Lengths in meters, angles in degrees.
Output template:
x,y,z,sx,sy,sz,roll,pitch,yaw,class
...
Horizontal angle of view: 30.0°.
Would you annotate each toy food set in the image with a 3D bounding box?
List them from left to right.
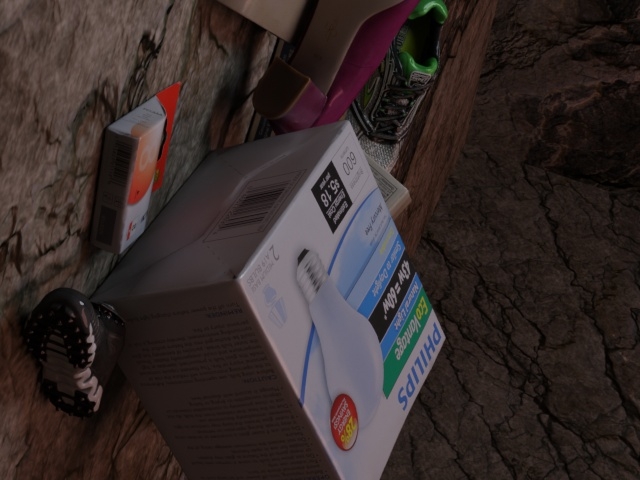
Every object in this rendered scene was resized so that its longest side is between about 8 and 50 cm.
x,y,z,sx,sy,sz,roll,pitch,yaw,class
-0.042,-0.373,1.484,0.219,0.092,0.306,-60,169,8,toy food set

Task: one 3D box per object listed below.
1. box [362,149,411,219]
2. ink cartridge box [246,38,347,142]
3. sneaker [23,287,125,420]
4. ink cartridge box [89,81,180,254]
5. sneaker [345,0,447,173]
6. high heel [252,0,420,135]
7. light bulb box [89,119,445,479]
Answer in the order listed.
x,y,z,sx,sy,sz,roll,pitch,yaw,class
-0.020,0.001,1.781,0.311,0.148,0.121,-47,171,1,box
-0.021,-0.210,1.818,0.235,0.088,0.193,-11,119,-77,ink cartridge box
-0.253,0.095,1.259,0.234,0.078,0.106,100,11,-57,sneaker
-0.190,-0.083,1.329,0.179,0.045,0.145,-47,155,-59,ink cartridge box
0.110,-0.249,1.932,0.146,0.134,0.343,35,-64,61,sneaker
0.057,-0.289,1.579,0.377,0.127,0.181,-46,164,5,high heel
-0.048,0.104,1.489,0.361,0.225,0.358,64,35,-26,light bulb box
